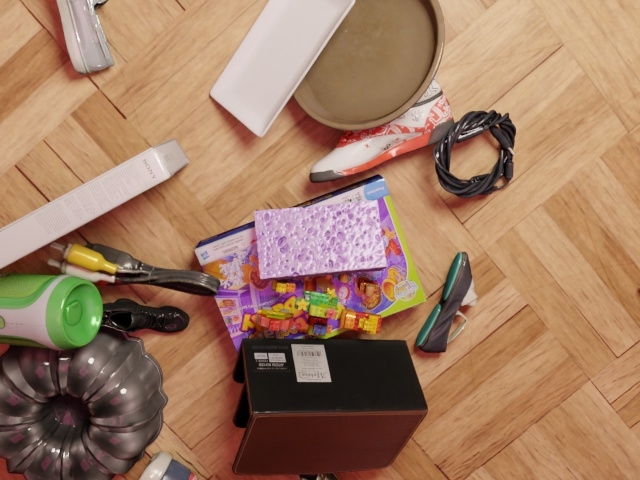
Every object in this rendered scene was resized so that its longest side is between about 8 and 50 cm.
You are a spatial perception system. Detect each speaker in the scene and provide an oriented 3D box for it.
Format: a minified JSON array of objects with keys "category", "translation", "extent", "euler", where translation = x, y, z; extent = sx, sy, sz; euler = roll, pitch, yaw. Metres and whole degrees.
[{"category":"speaker","translation":[-0.518,0.113,1.193],"extent":[0.296,0.131,0.131],"euler":[2,102,19]}]

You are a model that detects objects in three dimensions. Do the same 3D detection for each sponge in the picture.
[{"category":"sponge","translation":[0.000,0.000,1.184],"extent":[0.210,0.031,0.117],"euler":[-6,76,0]}]

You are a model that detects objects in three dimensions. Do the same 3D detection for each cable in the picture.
[{"category":"cable","translation":[-0.314,0.070,1.219],"extent":[0.287,0.139,0.072],"euler":[18,60,3]},{"category":"cable","translation":[0.269,-0.148,1.223],"extent":[0.184,0.047,0.151],"euler":[-2,114,-32]}]

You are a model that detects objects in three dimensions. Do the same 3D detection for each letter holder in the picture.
[{"category":"letter holder","translation":[-0.001,0.296,1.258],"extent":[0.301,0.152,0.214],"euler":[3,134,-18]}]

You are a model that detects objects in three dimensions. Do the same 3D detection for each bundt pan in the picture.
[{"category":"bundt pan","translation":[-0.447,0.306,1.277],"extent":[0.330,0.124,0.331],"euler":[0,102,-2]}]

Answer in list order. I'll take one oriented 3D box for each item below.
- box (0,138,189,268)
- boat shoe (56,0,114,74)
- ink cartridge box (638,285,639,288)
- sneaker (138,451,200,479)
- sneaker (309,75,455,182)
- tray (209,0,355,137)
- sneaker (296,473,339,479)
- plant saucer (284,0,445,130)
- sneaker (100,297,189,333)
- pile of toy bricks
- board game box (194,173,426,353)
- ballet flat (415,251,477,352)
[{"category":"box","translation":[-0.375,-0.062,1.154],"extent":[0.321,0.232,0.059],"euler":[-27,101,2]},{"category":"boat shoe","translation":[-0.387,-0.392,1.176],"extent":[0.081,0.079,0.228],"euler":[-11,106,-10]},{"category":"ink cartridge box","translation":[0.701,0.092,1.340],"extent":[0.145,0.045,0.179],"euler":[-47,117,6]},{"category":"sneaker","translation":[-0.329,0.573,1.328],"extent":[0.148,0.131,0.350],"euler":[31,98,-3]},{"category":"sneaker","translation":[0.087,-0.204,1.223],"extent":[0.270,0.090,0.145],"euler":[-21,100,-2]},{"category":"tray","translation":[-0.063,-0.315,1.190],"extent":[0.145,0.030,0.270],"euler":[42,104,26]},{"category":"sneaker","translation":[-0.013,0.443,1.340],"extent":[0.064,0.086,0.192],"euler":[-27,101,3]},{"category":"plant saucer","translation":[0.071,-0.311,1.166],"extent":[0.277,0.041,0.278],"euler":[-3,84,25]},{"category":"sneaker","translation":[-0.321,0.140,1.267],"extent":[0.170,0.089,0.051],"euler":[13,100,-5]},{"category":"pile of toy bricks","translation":[0.004,0.109,1.188],"extent":[0.212,0.105,0.118],"euler":[8,100,-5]},{"category":"board game box","translation":[-0.015,0.054,1.271],"extent":[0.347,0.078,0.234],"euler":[-21,101,1]},{"category":"ballet flat","translation":[0.241,0.118,1.300],"extent":[0.074,0.074,0.203],"euler":[21,105,-6]}]
